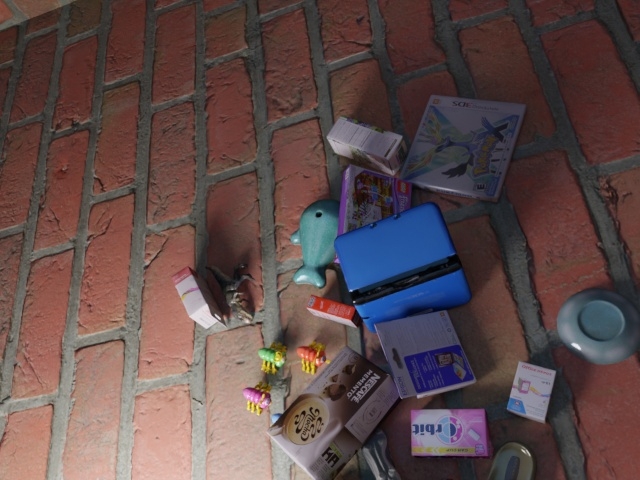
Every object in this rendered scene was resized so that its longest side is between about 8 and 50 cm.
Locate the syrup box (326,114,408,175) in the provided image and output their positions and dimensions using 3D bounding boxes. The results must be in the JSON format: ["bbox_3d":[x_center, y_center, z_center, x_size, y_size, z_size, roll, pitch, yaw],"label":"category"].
[{"bbox_3d":[0.147,-0.299,1.868,0.237,0.093,0.096,25,75,29],"label":"syrup box"}]

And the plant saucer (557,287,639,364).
[{"bbox_3d":[0.677,0.201,1.447,0.195,0.037,0.194,-8,62,16],"label":"plant saucer"}]

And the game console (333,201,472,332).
[{"bbox_3d":[0.218,0.078,1.579,0.293,0.250,0.173,-20,45,10],"label":"game console"}]

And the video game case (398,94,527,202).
[{"bbox_3d":[0.425,-0.285,1.790,0.300,0.036,0.328,13,70,26],"label":"video game case"}]

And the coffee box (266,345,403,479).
[{"bbox_3d":[0.039,0.428,1.473,0.297,0.118,0.168,-44,41,-17],"label":"coffee box"}]

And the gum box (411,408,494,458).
[{"bbox_3d":[0.316,0.464,1.433,0.189,0.062,0.107,-6,63,18],"label":"gum box"}]

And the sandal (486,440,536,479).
[{"bbox_3d":[0.402,0.592,1.321,0.120,0.086,0.302,7,67,24],"label":"sandal"}]

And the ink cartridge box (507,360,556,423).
[{"bbox_3d":[0.503,0.359,1.422,0.089,0.052,0.122,12,68,26],"label":"ink cartridge box"}]

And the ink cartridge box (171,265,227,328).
[{"bbox_3d":[-0.364,0.186,1.801,0.067,0.115,0.198,-34,57,0],"label":"ink cartridge box"}]

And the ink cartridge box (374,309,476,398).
[{"bbox_3d":[0.257,0.287,1.506,0.208,0.045,0.206,-8,58,-17],"label":"ink cartridge box"}]

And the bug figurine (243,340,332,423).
[{"bbox_3d":[-0.099,0.388,1.624,0.216,0.072,0.278,11,69,25],"label":"bug figurine"}]

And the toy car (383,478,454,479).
[{"bbox_3d":[0.185,0.594,1.326,0.239,0.225,0.053,-53,28,-20],"label":"toy car"}]

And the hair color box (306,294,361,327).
[{"bbox_3d":[0.038,0.198,1.669,0.141,0.072,0.043,13,70,25],"label":"hair color box"}]

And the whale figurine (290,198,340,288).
[{"bbox_3d":[0.000,0.000,1.740,0.216,0.141,0.272,12,66,25],"label":"whale figurine"}]

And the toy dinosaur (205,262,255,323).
[{"bbox_3d":[-0.264,0.129,1.828,0.118,0.064,0.268,-42,54,4],"label":"toy dinosaur"}]

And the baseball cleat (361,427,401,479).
[{"bbox_3d":[0.145,0.550,1.451,0.072,0.109,0.206,-12,29,-4],"label":"baseball cleat"}]

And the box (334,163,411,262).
[{"bbox_3d":[0.153,-0.056,1.700,0.201,0.057,0.293,15,64,-15],"label":"box"}]
